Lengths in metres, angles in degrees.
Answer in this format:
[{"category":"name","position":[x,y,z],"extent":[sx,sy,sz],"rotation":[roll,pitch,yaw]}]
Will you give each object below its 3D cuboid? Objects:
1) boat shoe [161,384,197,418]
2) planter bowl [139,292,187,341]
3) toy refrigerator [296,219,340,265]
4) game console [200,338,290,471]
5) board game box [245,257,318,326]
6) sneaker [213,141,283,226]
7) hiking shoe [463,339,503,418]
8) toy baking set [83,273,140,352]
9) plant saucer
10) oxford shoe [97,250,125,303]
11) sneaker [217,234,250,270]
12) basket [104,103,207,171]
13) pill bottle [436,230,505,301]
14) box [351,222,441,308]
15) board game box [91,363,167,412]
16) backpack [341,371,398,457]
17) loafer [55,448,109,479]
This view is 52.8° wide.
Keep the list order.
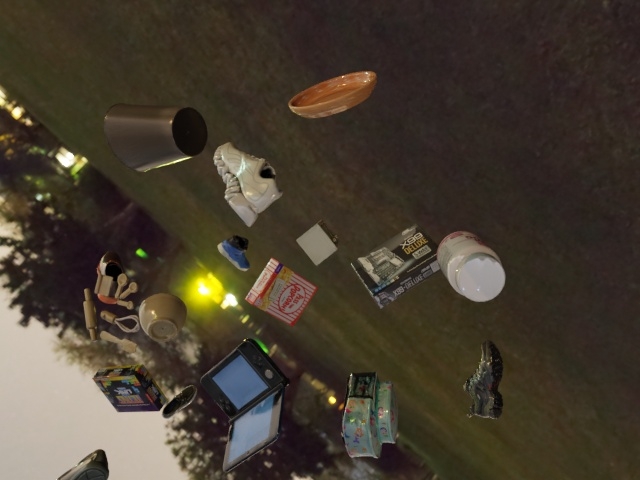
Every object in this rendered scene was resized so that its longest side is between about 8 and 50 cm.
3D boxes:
[{"category":"boat shoe","position":[-0.463,0.530,2.124],"extent":[0.049,0.142,0.040],"rotation":[40,153,13]},{"category":"planter bowl","position":[-0.537,0.275,2.193],"extent":[0.162,0.162,0.109],"rotation":[47,-168,-30]},{"category":"toy refrigerator","position":[0.000,0.000,2.066],"extent":[0.102,0.094,0.269],"rotation":[51,-175,-1]},{"category":"game console","position":[-0.234,0.465,1.823],"extent":[0.250,0.173,0.293],"rotation":[49,126,2]},{"category":"board game box","position":[-0.114,0.158,1.944],"extent":[0.045,0.146,0.193],"rotation":[30,176,47]},{"category":"sneaker","position":[-0.163,-0.148,1.472],"extent":[0.110,0.118,0.292],"rotation":[50,-172,-40]},{"category":"hiking shoe","position":[0.469,0.405,1.892],"extent":[0.114,0.226,0.086],"rotation":[-11,153,38]},{"category":"toy baking set","position":[-0.607,0.211,1.872],"extent":[0.030,0.197,0.256],"rotation":[21,-125,-61]},{"category":"plant saucer","position":[0.030,-0.312,1.396],"extent":[0.200,0.200,0.037],"rotation":[23,140,56]},{"category":"oxford shoe","position":[-0.721,0.105,2.256],"extent":[0.097,0.098,0.271],"rotation":[12,-152,-26]},{"category":"sneaker","position":[-0.257,0.038,2.110],"extent":[0.152,0.085,0.058],"rotation":[46,-163,-41]},{"category":"basket","position":[-0.424,-0.279,1.699],"extent":[0.227,0.154,0.204],"rotation":[0,138,35]},{"category":"pill bottle","position":[0.450,0.077,1.932],"extent":[0.160,0.160,0.283],"rotation":[43,-170,-9]},{"category":"box","position":[0.298,0.090,2.449],"extent":[0.076,0.308,0.242],"rotation":[58,180,-35]},{"category":"board game box","position":[-0.535,0.417,1.807],"extent":[0.170,0.048,0.141],"rotation":[-11,118,30]},{"category":"backpack","position":[0.161,0.594,2.153],"extent":[0.191,0.253,0.225],"rotation":[1,127,19]},{"category":"loafer","position":[-0.619,0.616,1.577],"extent":[0.096,0.267,0.084],"rotation":[49,-174,-25]}]
